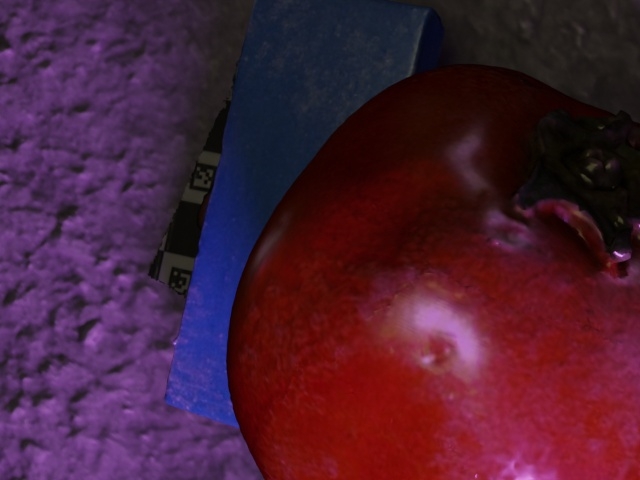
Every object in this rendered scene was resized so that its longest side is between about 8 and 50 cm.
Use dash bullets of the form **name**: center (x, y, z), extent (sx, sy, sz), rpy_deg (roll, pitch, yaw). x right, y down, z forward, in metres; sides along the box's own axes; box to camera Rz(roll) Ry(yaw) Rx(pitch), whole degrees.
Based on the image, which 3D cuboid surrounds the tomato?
- **tomato**: center (0.113, 0.065, 0.853), extent (0.293, 0.325, 0.289), rpy_deg (34, 126, 15)

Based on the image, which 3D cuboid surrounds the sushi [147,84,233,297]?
- **sushi**: center (0.000, 0.000, 1.062), extent (0.280, 0.043, 0.192), rpy_deg (29, 97, 26)

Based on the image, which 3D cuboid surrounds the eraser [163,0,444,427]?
- **eraser**: center (-0.012, -0.018, 1.022), extent (0.144, 0.043, 0.311), rpy_deg (12, 89, 26)
